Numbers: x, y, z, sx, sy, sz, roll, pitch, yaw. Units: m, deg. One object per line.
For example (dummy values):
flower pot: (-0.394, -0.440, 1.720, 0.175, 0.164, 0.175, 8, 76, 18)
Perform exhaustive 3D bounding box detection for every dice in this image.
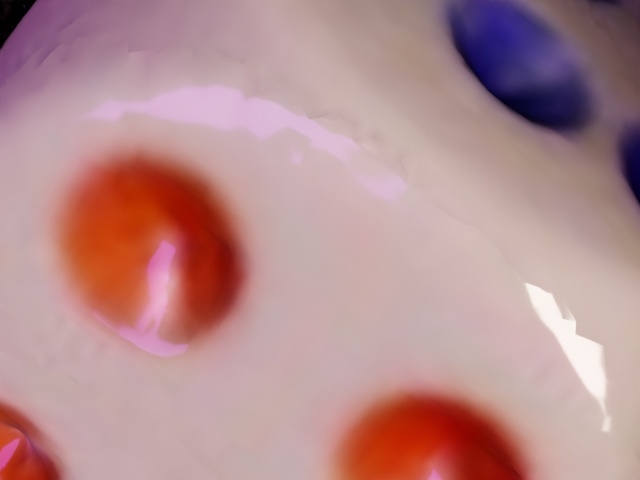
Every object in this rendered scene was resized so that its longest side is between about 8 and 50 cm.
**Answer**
dice: (0.000, 0.000, 0.556, 0.277, 0.304, 0.304, 40, 126, -5)

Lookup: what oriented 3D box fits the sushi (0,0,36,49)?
sushi: (-0.328, -0.149, 0.868, 0.350, 0.170, 0.211, 13, 110, 32)
